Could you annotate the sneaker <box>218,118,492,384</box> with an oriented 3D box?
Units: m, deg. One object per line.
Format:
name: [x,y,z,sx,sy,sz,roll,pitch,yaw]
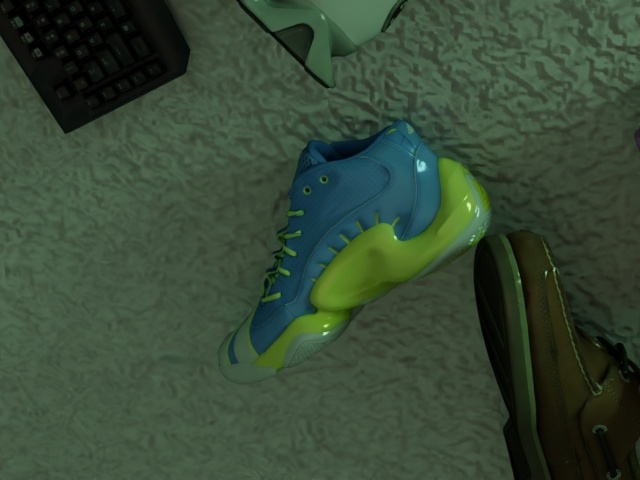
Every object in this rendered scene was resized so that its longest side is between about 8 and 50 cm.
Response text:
sneaker: [0.000,0.000,1.014,0.240,0.091,0.126,-35,96,16]

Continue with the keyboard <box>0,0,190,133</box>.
keyboard: [-0.246,-0.212,0.963,0.201,0.033,0.317,-23,111,20]

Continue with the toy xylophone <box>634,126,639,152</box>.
toy xylophone: [0.350,-0.112,0.889,0.322,0.081,0.236,-26,111,21]

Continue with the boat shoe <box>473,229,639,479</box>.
boat shoe: [0.181,0.105,1.019,0.104,0.111,0.307,-14,131,2]

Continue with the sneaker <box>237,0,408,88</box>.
sneaker: [-0.066,-0.259,0.873,0.330,0.122,0.146,42,98,-12]
